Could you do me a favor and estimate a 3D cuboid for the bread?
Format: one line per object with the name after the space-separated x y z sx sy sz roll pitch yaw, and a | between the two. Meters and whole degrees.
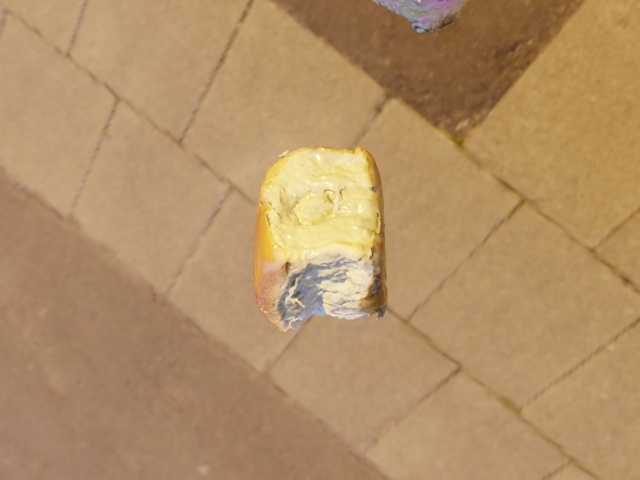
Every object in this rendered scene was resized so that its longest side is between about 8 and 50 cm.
-0.002 -0.001 0.709 0.077 0.083 0.070 -3 143 6 | bread

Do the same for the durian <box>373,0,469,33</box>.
0.036 -0.268 0.914 0.112 0.341 0.191 47 112 35 | durian
